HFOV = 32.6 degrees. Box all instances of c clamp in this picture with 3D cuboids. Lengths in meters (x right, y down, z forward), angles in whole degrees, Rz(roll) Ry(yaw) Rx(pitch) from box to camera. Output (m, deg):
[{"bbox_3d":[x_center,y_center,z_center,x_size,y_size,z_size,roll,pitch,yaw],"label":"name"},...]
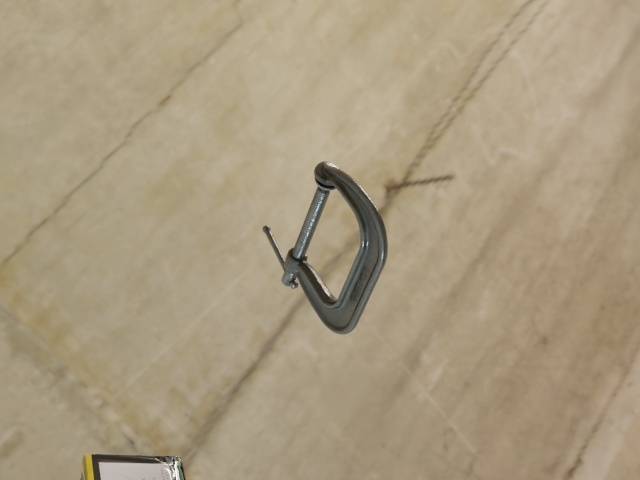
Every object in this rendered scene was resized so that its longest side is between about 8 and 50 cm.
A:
[{"bbox_3d":[0.000,0.000,0.851,0.022,0.137,0.161,-13,151,-29],"label":"c clamp"}]

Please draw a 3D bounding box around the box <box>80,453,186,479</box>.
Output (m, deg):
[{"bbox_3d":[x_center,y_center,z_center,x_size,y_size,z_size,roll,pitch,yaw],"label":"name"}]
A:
[{"bbox_3d":[-0.134,0.349,0.730,0.257,0.079,0.322,-116,-144,-52],"label":"box"}]
